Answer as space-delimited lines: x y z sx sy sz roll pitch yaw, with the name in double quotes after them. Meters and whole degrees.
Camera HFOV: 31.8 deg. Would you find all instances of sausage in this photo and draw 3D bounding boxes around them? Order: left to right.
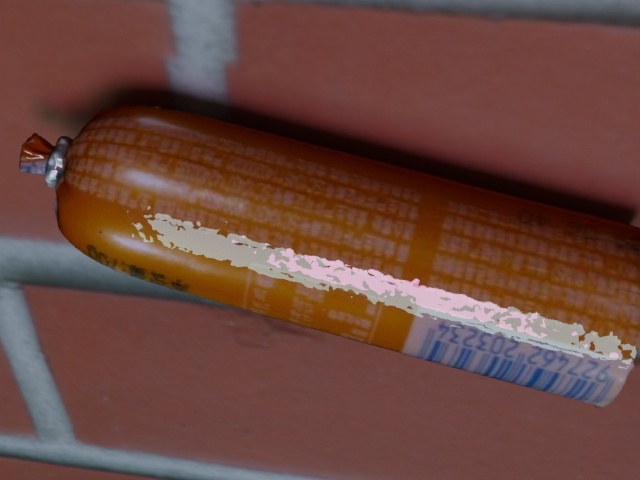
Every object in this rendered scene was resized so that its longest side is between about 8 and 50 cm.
0.000 0.000 0.561 0.312 0.093 0.093 15 136 1 "sausage"
